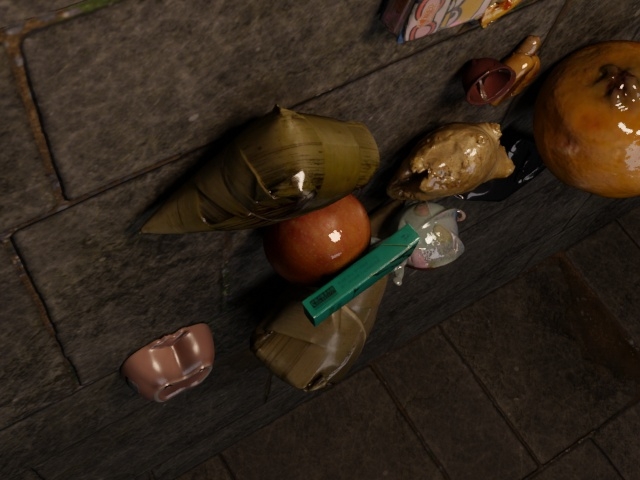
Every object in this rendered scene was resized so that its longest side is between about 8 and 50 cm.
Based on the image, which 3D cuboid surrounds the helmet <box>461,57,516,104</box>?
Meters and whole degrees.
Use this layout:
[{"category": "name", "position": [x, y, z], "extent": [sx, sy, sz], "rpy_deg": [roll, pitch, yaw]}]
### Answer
[{"category": "helmet", "position": [0.278, -0.281, 1.378], "extent": [0.111, 0.057, 0.089], "rpy_deg": [-3, 141, -48]}]

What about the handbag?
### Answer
[{"category": "handbag", "position": [0.441, -0.164, 1.881], "extent": [0.211, 0.088, 0.254], "rpy_deg": [-42, 156, 28]}]

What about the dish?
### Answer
[{"category": "dish", "position": [-0.307, 0.270, 1.685], "extent": [0.213, 0.090, 0.213], "rpy_deg": [-30, 161, -12]}]

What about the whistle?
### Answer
[{"category": "whistle", "position": [0.157, 0.018, 1.587], "extent": [0.346, 0.142, 0.134], "rpy_deg": [-29, -178, -23]}]

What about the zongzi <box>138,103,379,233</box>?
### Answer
[{"category": "zongzi", "position": [-0.084, -0.083, 1.196], "extent": [0.300, 0.145, 0.274], "rpy_deg": [-26, 172, 29]}]

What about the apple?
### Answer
[{"category": "apple", "position": [0.000, 0.000, 1.437], "extent": [0.201, 0.162, 0.201], "rpy_deg": [-31, 159, -13]}]

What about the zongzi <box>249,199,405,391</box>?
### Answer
[{"category": "zongzi", "position": [0.067, 0.140, 1.870], "extent": [0.467, 0.218, 0.500], "rpy_deg": [-47, 170, -6]}]

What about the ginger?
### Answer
[{"category": "ginger", "position": [0.263, -0.127, 1.573], "extent": [0.236, 0.166, 0.375], "rpy_deg": [-46, 154, 8]}]

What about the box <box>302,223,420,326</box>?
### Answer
[{"category": "box", "position": [0.069, 0.065, 1.410], "extent": [0.226, 0.042, 0.161], "rpy_deg": [-37, 172, -6]}]

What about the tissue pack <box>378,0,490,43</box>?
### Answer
[{"category": "tissue pack", "position": [0.166, -0.333, 1.065], "extent": [0.155, 0.065, 0.115], "rpy_deg": [-25, 158, -27]}]

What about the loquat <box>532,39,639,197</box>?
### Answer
[{"category": "loquat", "position": [0.585, -0.240, 1.593], "extent": [0.328, 0.328, 0.328], "rpy_deg": [-30, 160, -12]}]

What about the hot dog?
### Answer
[{"category": "hot dog", "position": [0.347, -0.304, 1.446], "extent": [0.090, 0.060, 0.140], "rpy_deg": [-25, 166, -35]}]

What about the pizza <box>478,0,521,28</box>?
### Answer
[{"category": "pizza", "position": [0.284, -0.396, 1.151], "extent": [0.185, 0.036, 0.176], "rpy_deg": [-40, 160, 15]}]
